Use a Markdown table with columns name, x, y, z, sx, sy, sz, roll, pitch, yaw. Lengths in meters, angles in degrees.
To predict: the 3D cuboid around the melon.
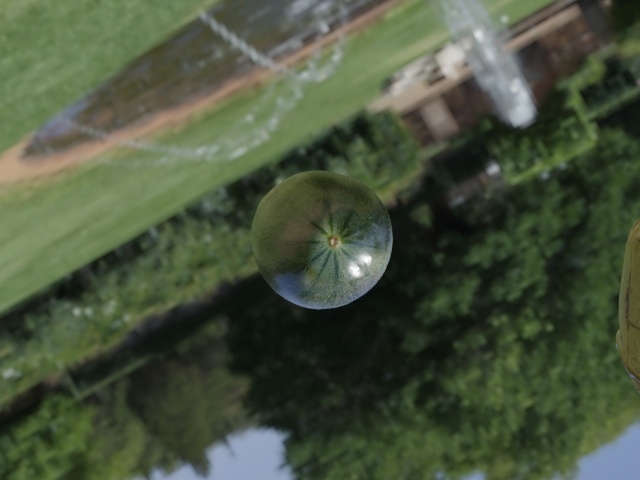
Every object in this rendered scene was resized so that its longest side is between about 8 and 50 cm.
| name | x | y | z | sx | sy | sz | roll | pitch | yaw |
| --- | --- | --- | --- | --- | --- | --- | --- | --- | --- |
| melon | 0.000 | 0.000 | 1.324 | 0.114 | 0.114 | 0.167 | -30 | -174 | -12 |

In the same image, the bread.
| name | x | y | z | sx | sy | sz | roll | pitch | yaw |
| --- | --- | --- | --- | --- | --- | --- | --- | --- | --- |
| bread | 0.377 | 0.078 | 1.760 | 0.081 | 0.225 | 0.134 | -7 | -150 | -10 |
